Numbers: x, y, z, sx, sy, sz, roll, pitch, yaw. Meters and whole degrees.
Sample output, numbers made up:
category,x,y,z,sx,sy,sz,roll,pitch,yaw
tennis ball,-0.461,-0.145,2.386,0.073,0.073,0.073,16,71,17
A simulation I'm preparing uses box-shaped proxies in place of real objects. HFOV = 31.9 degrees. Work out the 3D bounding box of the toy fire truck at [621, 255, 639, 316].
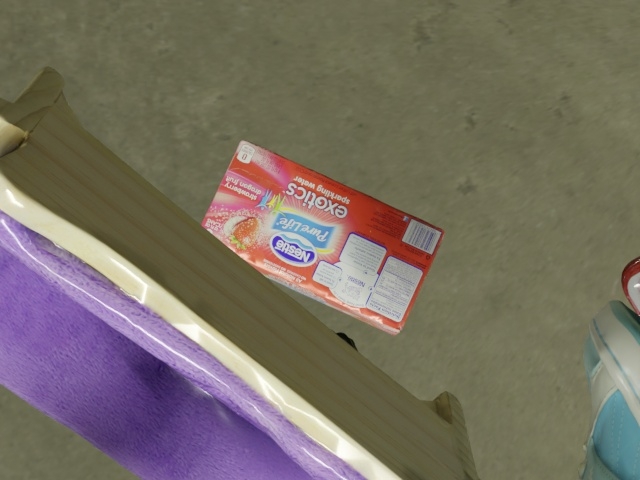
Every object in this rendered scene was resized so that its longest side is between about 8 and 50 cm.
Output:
category,x,y,z,sx,sy,sz,roll,pitch,yaw
toy fire truck,0.379,0.100,0.783,0.254,0.169,0.302,-37,82,50

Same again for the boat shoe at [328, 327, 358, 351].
category,x,y,z,sx,sy,sz,roll,pitch,yaw
boat shoe,0.032,0.152,0.949,0.079,0.233,0.084,13,111,-14

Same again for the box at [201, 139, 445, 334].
category,x,y,z,sx,sy,sz,roll,pitch,yaw
box,0.000,0.000,1.289,0.257,0.122,0.128,24,84,4

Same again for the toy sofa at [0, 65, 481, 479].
category,x,y,z,sx,sy,sz,roll,pitch,yaw
toy sofa,-0.080,0.084,0.634,0.362,0.177,0.150,40,107,-16

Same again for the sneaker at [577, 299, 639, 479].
category,x,y,z,sx,sy,sz,roll,pitch,yaw
sneaker,0.161,0.172,0.634,0.127,0.319,0.208,38,107,-13
